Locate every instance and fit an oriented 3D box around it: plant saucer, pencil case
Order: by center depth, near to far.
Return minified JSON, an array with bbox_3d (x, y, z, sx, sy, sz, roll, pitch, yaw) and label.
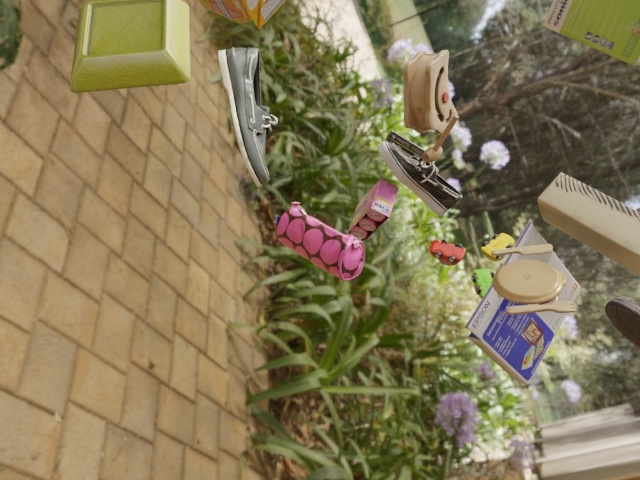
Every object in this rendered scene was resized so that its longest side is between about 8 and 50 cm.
[{"bbox_3d":[-0.308,-0.328,0.973,0.045,0.188,0.188,89,-6,-60],"label":"plant saucer"},{"bbox_3d":[0.000,0.000,1.249,0.095,0.209,0.098,3,111,-50],"label":"pencil case"}]

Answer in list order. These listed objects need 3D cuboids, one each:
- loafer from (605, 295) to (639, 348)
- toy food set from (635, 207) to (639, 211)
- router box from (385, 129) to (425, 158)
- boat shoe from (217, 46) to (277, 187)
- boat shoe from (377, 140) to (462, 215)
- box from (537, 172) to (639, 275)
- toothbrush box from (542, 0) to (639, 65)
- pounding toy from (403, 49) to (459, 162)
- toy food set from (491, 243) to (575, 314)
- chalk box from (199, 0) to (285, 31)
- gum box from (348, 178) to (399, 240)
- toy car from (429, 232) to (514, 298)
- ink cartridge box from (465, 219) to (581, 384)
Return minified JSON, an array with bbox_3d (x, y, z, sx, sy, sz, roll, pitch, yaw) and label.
[{"bbox_3d":[0.857,0.236,1.498,0.302,0.095,0.109,41,-28,27],"label":"loafer"},{"bbox_3d":[0.925,-0.135,1.597,0.128,0.217,0.071,14,59,-61],"label":"toy food set"},{"bbox_3d":[0.253,-0.283,1.810,0.122,0.038,0.092,30,15,-3],"label":"router box"},{"bbox_3d":[-0.150,-0.283,1.370,0.116,0.099,0.320,166,-90,-88],"label":"boat shoe"},{"bbox_3d":[0.288,-0.191,1.716,0.306,0.105,0.113,41,25,-23],"label":"boat shoe"},{"bbox_3d":[0.645,-0.040,1.397,0.275,0.094,0.113,40,-4,38],"label":"box"},{"bbox_3d":[0.673,-0.531,1.353,0.283,0.122,0.206,50,-47,45],"label":"toothbrush box"},{"bbox_3d":[0.312,-0.343,1.541,0.154,0.154,0.270,-26,120,-47],"label":"pounding toy"},{"bbox_3d":[0.384,0.081,1.111,0.192,0.132,0.039,-80,161,-54],"label":"toy food set"},{"bbox_3d":[-0.241,-0.716,1.599,0.289,0.180,0.179,34,-12,28],"label":"chalk box"},{"bbox_3d":[0.149,-0.084,1.763,0.188,0.062,0.107,-49,-162,60],"label":"gum box"},{"bbox_3d":[0.432,0.081,1.660,0.053,0.239,0.225,83,1,-46],"label":"toy car"},{"bbox_3d":[0.489,0.153,1.489,0.307,0.304,0.072,41,-13,-30],"label":"ink cartridge box"}]
